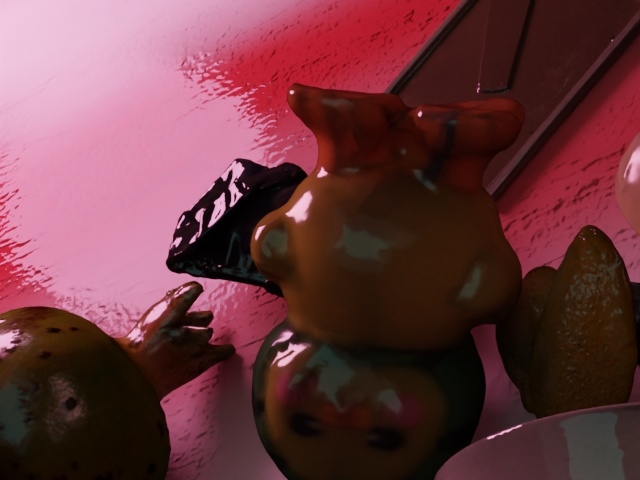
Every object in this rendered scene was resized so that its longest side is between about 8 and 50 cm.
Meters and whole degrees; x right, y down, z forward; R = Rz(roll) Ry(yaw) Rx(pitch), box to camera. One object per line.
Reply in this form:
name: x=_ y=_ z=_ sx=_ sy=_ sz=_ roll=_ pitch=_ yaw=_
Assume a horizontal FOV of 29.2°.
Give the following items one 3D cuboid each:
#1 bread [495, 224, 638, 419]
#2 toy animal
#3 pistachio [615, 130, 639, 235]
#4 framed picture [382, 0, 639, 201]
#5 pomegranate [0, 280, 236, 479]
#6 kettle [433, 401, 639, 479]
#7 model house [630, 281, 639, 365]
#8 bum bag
bread: x=0.178 y=0.070 z=0.948 sx=0.065 sy=0.188 sz=0.149 roll=-9 pitch=36 yaw=-20
toy animal: x=0.052 y=0.045 z=0.988 sx=0.216 sy=0.191 sz=0.338 roll=9 pitch=100 yaw=14
pistachio: x=0.328 y=-0.030 z=0.950 sx=0.200 sy=0.117 sz=0.145 roll=18 pitch=73 yaw=31
framed picture: x=0.177 y=-0.170 z=1.188 sx=0.260 sy=0.023 sz=0.189 roll=-49 pitch=50 yaw=-5
pomegranate: x=-0.208 y=0.162 z=1.103 sx=0.286 sy=0.231 sz=0.231 roll=-17 pitch=52 yaw=-3
kettle: x=0.260 y=0.312 z=0.732 sx=0.361 sy=0.250 sz=0.377 roll=0 pitch=60 yaw=-2
model house: x=0.262 y=0.060 z=0.954 sx=0.078 sy=0.083 sz=0.066 roll=17 pitch=70 yaw=38
bum bag: x=0.000 y=0.000 z=1.152 sx=0.310 sy=0.074 sz=0.137 roll=14 pitch=72 yaw=21
